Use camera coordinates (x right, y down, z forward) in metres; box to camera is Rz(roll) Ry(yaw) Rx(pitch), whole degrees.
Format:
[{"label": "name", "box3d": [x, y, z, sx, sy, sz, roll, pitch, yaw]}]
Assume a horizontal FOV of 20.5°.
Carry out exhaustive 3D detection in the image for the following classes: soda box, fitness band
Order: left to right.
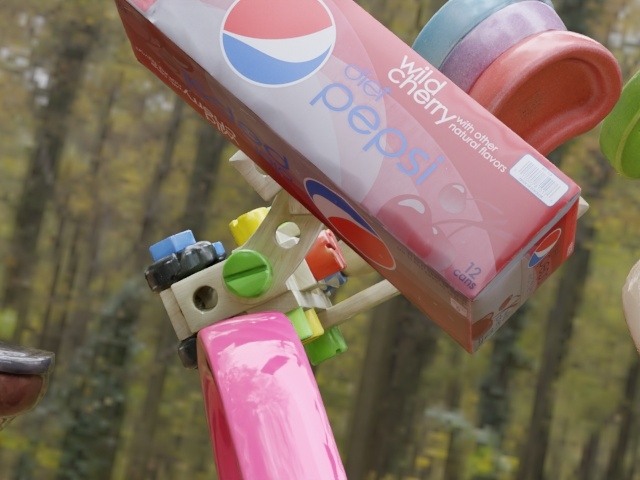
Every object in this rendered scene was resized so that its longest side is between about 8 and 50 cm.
[{"label": "fitness band", "box3d": [-0.002, 0.169, 0.814, 0.054, 0.290, 0.209, -13, -37, -9]}, {"label": "soda box", "box3d": [0.011, -0.064, 0.928, 0.263, 0.083, 0.092, 42, -12, 17]}]

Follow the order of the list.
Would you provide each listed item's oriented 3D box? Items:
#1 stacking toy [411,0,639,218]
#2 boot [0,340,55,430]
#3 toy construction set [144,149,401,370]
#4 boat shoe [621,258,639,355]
[{"label": "stacking toy", "box3d": [0.199, -0.147, 1.398, 0.130, 0.309, 0.279, 49, -15, 29]}, {"label": "boot", "box3d": [-0.243, 0.198, 1.036, 0.096, 0.280, 0.264, 15, -18, -35]}, {"label": "toy construction set", "box3d": [0.000, 0.000, 1.180, 0.215, 0.151, 0.327, -25, -20, 5]}, {"label": "boat shoe", "box3d": [0.262, 0.108, 0.881, 0.285, 0.103, 0.092, 43, -8, 32]}]
